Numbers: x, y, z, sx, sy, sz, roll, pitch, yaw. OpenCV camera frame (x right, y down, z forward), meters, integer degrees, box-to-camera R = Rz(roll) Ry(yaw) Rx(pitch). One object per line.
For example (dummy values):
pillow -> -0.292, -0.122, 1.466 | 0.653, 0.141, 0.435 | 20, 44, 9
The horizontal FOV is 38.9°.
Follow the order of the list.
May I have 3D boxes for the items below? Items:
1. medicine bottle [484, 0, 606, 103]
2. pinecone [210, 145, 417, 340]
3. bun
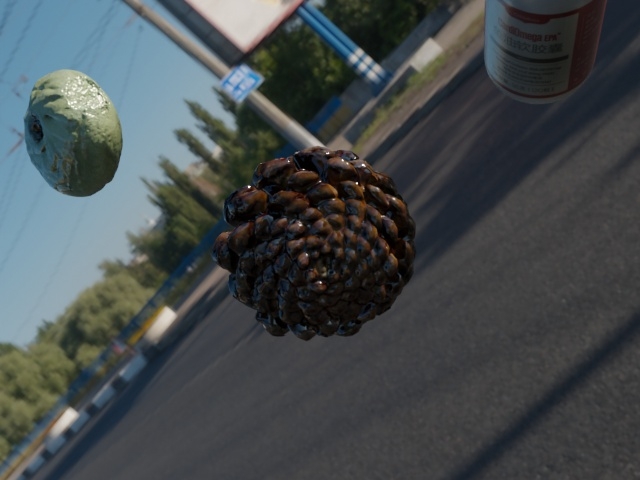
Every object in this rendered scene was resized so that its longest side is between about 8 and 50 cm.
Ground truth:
medicine bottle -> 0.245, -0.263, 0.990 | 0.131, 0.131, 0.250 | -50, -22, -13
pinecone -> 0.000, 0.000, 1.010 | 0.221, 0.221, 0.221 | -48, 6, 7
bun -> -0.425, -0.170, 1.515 | 0.108, 0.221, 0.221 | -33, -6, -41
